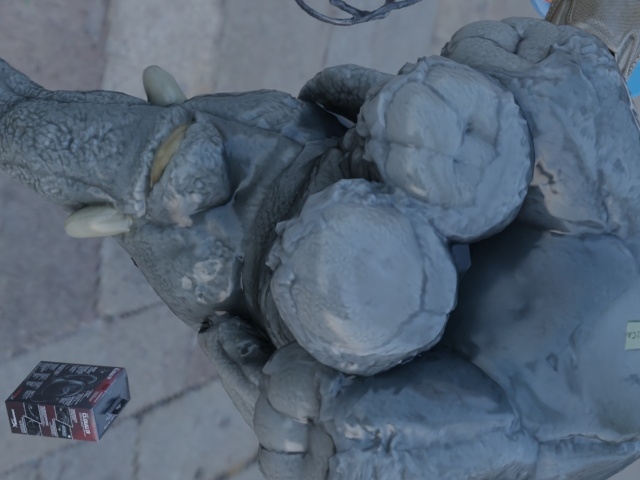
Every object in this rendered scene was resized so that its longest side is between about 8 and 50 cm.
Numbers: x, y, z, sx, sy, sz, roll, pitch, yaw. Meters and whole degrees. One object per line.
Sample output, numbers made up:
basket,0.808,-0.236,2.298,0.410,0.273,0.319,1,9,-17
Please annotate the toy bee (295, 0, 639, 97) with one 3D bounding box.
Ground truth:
toy bee,0.162,-0.156,0.841,0.298,0.195,0.162,-4,136,-29

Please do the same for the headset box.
headset box,-0.190,0.123,1.199,0.062,0.083,0.032,-57,146,-57

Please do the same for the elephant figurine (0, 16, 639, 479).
elephant figurine,0.000,0.000,0.534,0.169,0.239,0.186,-25,108,-29

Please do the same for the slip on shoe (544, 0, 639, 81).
slip on shoe,0.121,-0.093,0.694,0.135,0.051,0.041,-59,180,0
